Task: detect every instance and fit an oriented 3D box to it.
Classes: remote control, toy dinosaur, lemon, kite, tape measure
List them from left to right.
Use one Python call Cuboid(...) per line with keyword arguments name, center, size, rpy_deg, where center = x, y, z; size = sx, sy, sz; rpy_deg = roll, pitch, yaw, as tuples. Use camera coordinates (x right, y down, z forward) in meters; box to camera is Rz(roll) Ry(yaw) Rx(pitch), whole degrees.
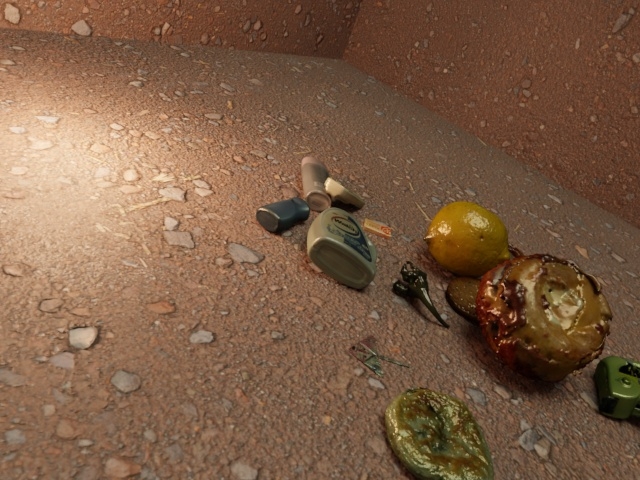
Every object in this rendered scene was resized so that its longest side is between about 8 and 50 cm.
Cuboid(name="remote control", center=(0.077, -0.149, 1.756), size=(0.090, 0.049, 0.230), rpy_deg=(35, 7, 20))
Cuboid(name="kite", center=(0.132, 0.261, 1.228), size=(0.152, 0.005, 0.137), rpy_deg=(15, 31, -15))
Cuboid(name="toy dinosaur", center=(0.296, 0.127, 1.479), size=(0.178, 0.087, 0.187), rpy_deg=(25, 31, 7))
Cuboid(name="lemon", center=(0.454, 0.002, 1.655), size=(0.253, 0.228, 0.228), rpy_deg=(31, 30, 7))
Cuboid(name="tape measure", center=(0.796, 0.382, 1.390), size=(0.175, 0.106, 0.200), rpy_deg=(14, 25, 13))

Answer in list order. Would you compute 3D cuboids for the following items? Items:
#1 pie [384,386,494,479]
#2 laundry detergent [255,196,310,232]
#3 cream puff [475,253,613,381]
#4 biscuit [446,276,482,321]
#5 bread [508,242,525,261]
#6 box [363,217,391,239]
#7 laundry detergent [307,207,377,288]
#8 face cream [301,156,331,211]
Cuboid(name="pie", center=(0.236, 0.383, 1.048), size=(0.240, 0.054, 0.240), rpy_deg=(16, 28, -9))
Cuboid(name="laundry detergent", center=(-0.096, -0.083, 1.582), size=(0.096, 0.061, 0.206), rpy_deg=(26, 27, 23))
Cuboid(name="cream puff", center=(0.546, 0.194, 1.379), size=(0.350, 0.229, 0.351), rpy_deg=(7, 66, -16))
Cuboid(name="biscuit", center=(0.452, 0.171, 1.550), size=(0.187, 0.027, 0.188), rpy_deg=(8, 36, -6))
Cuboid(name="bread", center=(0.614, 0.061, 1.823), size=(0.160, 0.073, 0.160), rpy_deg=(20, 28, -11))
Cuboid(name="box", center=(0.184, -0.038, 1.746), size=(0.093, 0.015, 0.058), rpy_deg=(21, 31, -2))
Cuboid(name="laundry detergent", center=(0.069, 0.002, 1.508), size=(0.214, 0.105, 0.280), rpy_deg=(33, 24, -8))
Cuboid(name="face cream", center=(-0.012, -0.192, 1.805), size=(0.107, 0.073, 0.269), rpy_deg=(30, 26, -21))
